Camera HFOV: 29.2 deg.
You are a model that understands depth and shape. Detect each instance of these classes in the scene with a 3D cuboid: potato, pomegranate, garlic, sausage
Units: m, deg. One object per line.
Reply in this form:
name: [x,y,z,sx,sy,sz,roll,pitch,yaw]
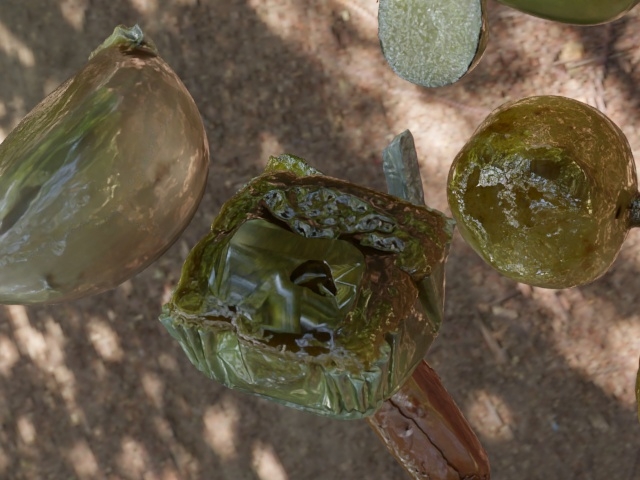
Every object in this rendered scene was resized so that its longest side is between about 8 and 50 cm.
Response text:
potato: [0.190,-0.337,1.849,0.182,0.117,0.202,12,111,36]
pomegranate: [0.328,-0.073,1.816,0.307,0.307,0.307,23,122,42]
garlic: [-0.166,-0.016,0.725,0.128,0.266,0.148,52,153,-9]
sausage: [0.070,0.148,1.355,0.330,0.102,0.102,54,139,7]

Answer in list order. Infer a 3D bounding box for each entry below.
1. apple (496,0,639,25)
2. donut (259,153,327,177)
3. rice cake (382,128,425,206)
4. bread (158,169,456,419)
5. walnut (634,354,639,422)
apple: [0.262,-0.357,1.305,0.262,0.262,0.262,23,122,42]
donut: [0.000,0.000,1.685,0.272,0.107,0.272,37,165,12]
rice cake: [0.127,-0.021,1.728,0.055,0.049,0.270,-8,93,45]
bread: [-0.007,0.040,1.028,0.209,0.192,0.110,17,147,22]
walnut: [0.205,0.068,0.670,0.052,0.121,0.091,25,122,40]
